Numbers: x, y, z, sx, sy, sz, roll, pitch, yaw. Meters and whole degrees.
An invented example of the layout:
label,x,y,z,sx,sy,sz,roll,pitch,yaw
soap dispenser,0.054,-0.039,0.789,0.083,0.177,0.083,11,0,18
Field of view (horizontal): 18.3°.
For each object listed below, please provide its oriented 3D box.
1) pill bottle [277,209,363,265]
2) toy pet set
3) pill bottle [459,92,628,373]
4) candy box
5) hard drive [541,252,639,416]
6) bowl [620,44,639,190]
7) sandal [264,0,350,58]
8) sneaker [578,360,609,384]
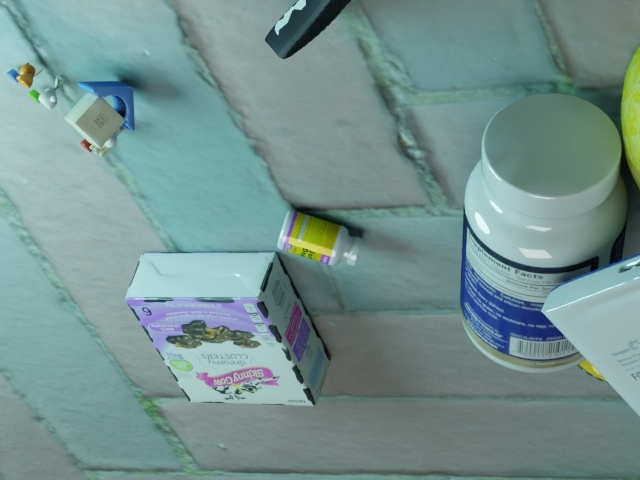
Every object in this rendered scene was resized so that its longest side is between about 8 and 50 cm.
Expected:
label,x,y,z,sx,sy,sz,roll,pitch,yaw
pill bottle,0.000,0.000,2.055,0.083,0.043,0.043,17,144,1
toy pet set,-0.234,-0.142,1.976,0.122,0.065,0.114,45,171,-27
pill bottle,0.210,-0.006,1.866,0.153,0.153,0.264,11,143,10
candy box,-0.099,0.100,2.205,0.165,0.070,0.196,-1,139,24
hard drive,0.374,0.131,1.756,0.318,0.040,0.210,46,138,-18
bowl,0.388,-0.058,1.709,0.290,0.156,0.289,14,143,11
sandal,0.013,-0.239,1.703,0.054,0.097,0.254,50,139,2
sneaker,0.257,0.074,2.022,0.225,0.088,0.092,15,137,-8
